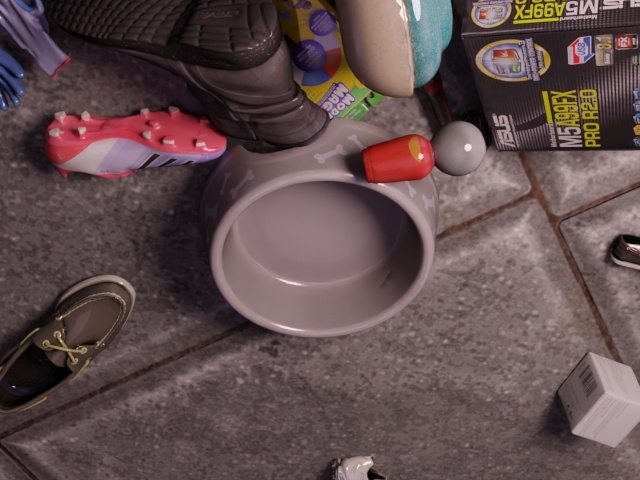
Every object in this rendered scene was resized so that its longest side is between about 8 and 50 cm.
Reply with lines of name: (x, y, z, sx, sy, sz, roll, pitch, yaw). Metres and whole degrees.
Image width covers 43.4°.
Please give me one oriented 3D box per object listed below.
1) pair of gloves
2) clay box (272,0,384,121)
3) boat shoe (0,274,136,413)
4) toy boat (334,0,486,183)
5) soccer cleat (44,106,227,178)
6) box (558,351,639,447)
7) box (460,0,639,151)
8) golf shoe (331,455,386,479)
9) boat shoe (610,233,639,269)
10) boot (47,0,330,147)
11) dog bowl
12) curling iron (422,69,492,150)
pair of gloves: (-0.408, -0.256, 1.018, 0.198, 0.023, 0.159, -23, 116, 33)
clay box: (-0.005, -0.240, 1.037, 0.222, 0.053, 0.127, 40, 114, -20)
boat shoe: (-0.406, 0.168, 1.263, 0.305, 0.091, 0.109, -38, 114, 21)
toy boat: (0.102, -0.210, 0.914, 0.148, 0.267, 0.318, -11, 121, 4)
soccer cleat: (-0.250, -0.126, 1.101, 0.248, 0.083, 0.095, 1, 139, -1)
box: (0.458, 0.259, 1.308, 0.087, 0.101, 0.102, 20, 121, -12)
box: (0.297, -0.192, 0.942, 0.216, 0.060, 0.270, 2, 158, 21)
golf shoe: (0.085, 0.460, 1.456, 0.086, 0.069, 0.176, -19, 120, 5)
boat shoe: (0.503, 0.021, 1.195, 0.133, 0.049, 0.042, 11, 129, -1)
boot: (-0.166, -0.214, 0.999, 0.338, 0.118, 0.222, 24, 162, 25)
dog bowl: (0.000, 0.000, 1.125, 0.349, 0.102, 0.348, -1, 130, -2)
curling iron: (0.155, -0.223, 1.060, 0.068, 0.035, 0.274, -33, 113, -1)
